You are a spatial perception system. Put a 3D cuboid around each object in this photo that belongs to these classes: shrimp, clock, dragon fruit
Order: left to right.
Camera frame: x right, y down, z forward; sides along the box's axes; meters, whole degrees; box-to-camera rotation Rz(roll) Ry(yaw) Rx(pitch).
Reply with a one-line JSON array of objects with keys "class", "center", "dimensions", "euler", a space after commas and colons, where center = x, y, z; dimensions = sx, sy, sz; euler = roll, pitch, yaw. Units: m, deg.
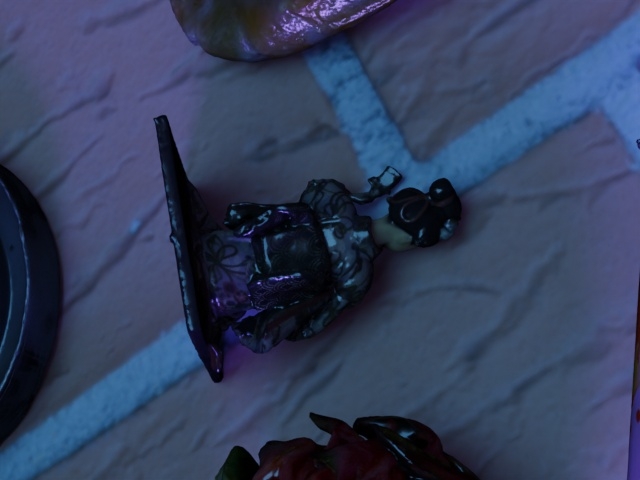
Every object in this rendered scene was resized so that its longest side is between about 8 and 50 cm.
[{"class": "clock", "center": [-0.322, 0.051, 1.472], "dimensions": [0.280, 0.055, 0.280], "euler": [-7, 75, 27]}, {"class": "shrimp", "center": [0.021, -0.232, 1.343], "dimensions": [0.317, 0.077, 0.168], "euler": [-22, 66, 26]}, {"class": "dragon fruit", "center": [0.048, 0.237, 1.167], "dimensions": [0.293, 0.234, 0.234], "euler": [36, 97, -1]}]

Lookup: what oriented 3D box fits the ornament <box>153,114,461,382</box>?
[{"class": "ornament", "center": [0.000, 0.000, 1.303], "dimensions": [0.196, 0.153, 0.166], "euler": [-10, 74, 1]}]

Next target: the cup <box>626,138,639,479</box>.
[{"class": "cup", "center": [0.256, 0.095, 1.086], "dimensions": [0.203, 0.203, 0.288], "euler": [8, 90, 30]}]
